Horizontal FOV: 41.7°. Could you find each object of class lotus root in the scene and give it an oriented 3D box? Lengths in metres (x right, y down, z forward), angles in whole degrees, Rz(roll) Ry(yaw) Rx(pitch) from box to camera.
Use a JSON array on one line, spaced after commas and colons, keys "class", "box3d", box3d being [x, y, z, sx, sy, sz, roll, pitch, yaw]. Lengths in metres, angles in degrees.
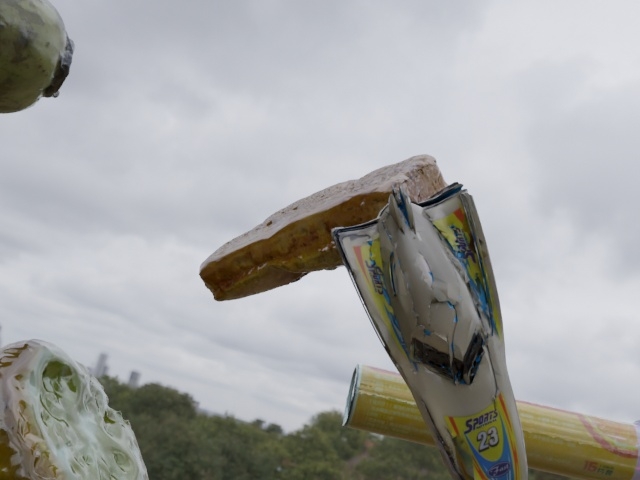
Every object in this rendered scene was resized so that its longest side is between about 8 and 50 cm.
[{"class": "lotus root", "box3d": [-0.441, -0.261, 0.979, 0.309, 0.173, 0.173, 26, -16, -22]}]

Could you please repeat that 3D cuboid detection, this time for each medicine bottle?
[{"class": "medicine bottle", "box3d": [0.247, 0.262, 1.175, 0.425, 0.108, 0.108, 13, -13, -2]}]

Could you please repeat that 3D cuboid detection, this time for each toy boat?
[{"class": "toy boat", "box3d": [0.077, 0.068, 0.489, 0.084, 0.210, 0.066, -20, -4, -9]}]

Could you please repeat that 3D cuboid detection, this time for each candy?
[{"class": "candy", "box3d": [-0.279, 0.228, 0.883, 0.118, 0.260, 0.260, -32, -28, 9]}]

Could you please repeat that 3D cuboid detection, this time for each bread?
[{"class": "bread", "box3d": [0.000, -0.002, 0.838, 0.270, 0.139, 0.077, -19, -78, 38]}]
